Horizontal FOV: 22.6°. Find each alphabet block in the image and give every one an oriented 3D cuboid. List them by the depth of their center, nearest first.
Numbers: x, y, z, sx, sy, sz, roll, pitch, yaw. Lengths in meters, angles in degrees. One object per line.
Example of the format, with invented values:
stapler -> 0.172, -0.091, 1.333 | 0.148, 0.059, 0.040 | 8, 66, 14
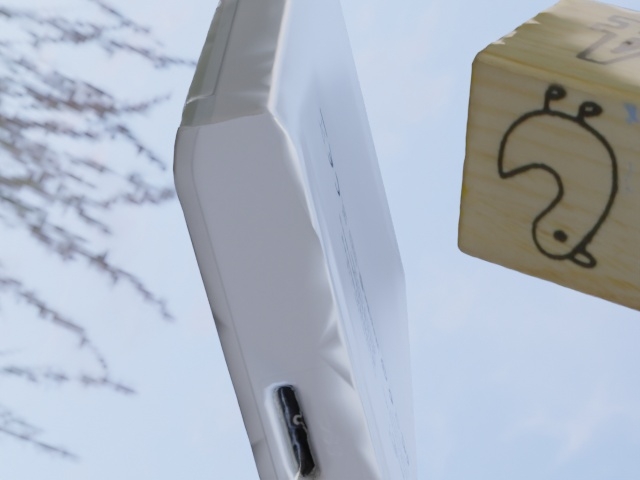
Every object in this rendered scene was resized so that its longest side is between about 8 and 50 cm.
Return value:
alphabet block -> 0.248, -0.076, 1.343 | 0.197, 0.193, 0.192 | 18, -59, 28

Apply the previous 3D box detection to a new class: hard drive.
hard drive -> 0.000, 0.000, 0.620 | 0.040, 0.203, 0.307 | -12, -159, 6
